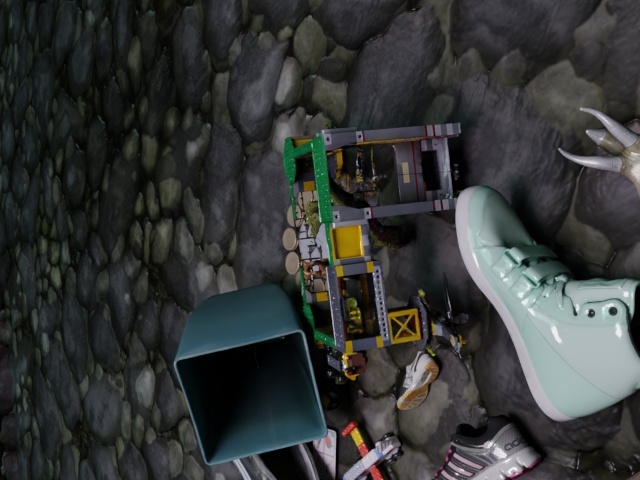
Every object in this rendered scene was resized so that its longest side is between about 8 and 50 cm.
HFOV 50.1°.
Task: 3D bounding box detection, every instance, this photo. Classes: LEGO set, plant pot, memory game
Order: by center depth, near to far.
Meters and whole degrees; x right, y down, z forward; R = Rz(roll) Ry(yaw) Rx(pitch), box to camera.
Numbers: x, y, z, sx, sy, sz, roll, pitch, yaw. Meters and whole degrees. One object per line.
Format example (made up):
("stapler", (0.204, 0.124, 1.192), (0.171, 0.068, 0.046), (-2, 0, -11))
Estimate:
("LEGO set", (0.081, -0.006, 0.840), (0.255, 0.192, 0.331), (149, 113, -74))
("LEGO set", (0.032, 0.336, 0.942), (0.182, 0.060, 0.244), (1, 89, 48))
("plant pot", (-0.098, 0.161, 0.975), (0.234, 0.165, 0.166), (-108, 6, -68))
("memory game", (0.000, 0.000, 1.030), (0.186, 0.012, 0.186), (-3, 86, 52))

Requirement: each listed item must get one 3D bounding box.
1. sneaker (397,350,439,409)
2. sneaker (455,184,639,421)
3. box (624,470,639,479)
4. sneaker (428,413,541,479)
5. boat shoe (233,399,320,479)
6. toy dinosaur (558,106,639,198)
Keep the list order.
("sneaker", (0.120, 0.176, 0.864), (0.083, 0.031, 0.037), (-61, 32, 23))
("sneaker", (0.238, 0.034, 0.664), (0.151, 0.094, 0.256), (-41, 67, 49))
("box", (0.269, 0.249, 0.492), (0.149, 0.126, 0.232), (52, 122, 17))
("sneaker", (0.166, 0.249, 0.774), (0.170, 0.063, 0.075), (-42, 57, 36))
("boat shoe", (-0.074, 0.291, 1.022), (0.335, 0.121, 0.119), (54, 129, 36))
("toy dinosaur", (0.350, -0.051, 0.478), (0.313, 0.160, 0.121), (-5, 84, 52))
